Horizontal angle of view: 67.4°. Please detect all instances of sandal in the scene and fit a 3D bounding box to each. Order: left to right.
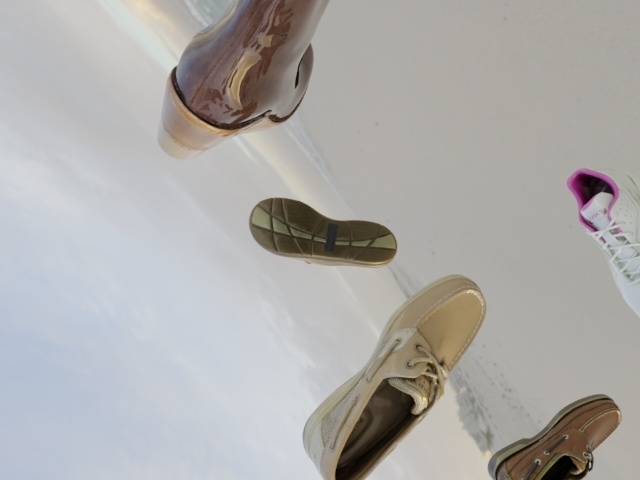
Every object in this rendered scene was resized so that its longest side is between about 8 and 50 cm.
[{"bbox_3d":[0.000,0.000,0.570,0.180,0.072,0.049,12,156,7],"label":"sandal"}]

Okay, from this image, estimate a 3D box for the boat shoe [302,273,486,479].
[{"bbox_3d":[0.123,0.190,0.654,0.121,0.341,0.110,44,171,-14],"label":"boat shoe"}]

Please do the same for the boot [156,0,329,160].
[{"bbox_3d":[-0.023,-0.175,0.402,0.090,0.207,0.248,44,-135,-11],"label":"boot"}]

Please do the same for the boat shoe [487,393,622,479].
[{"bbox_3d":[0.493,0.427,0.959,0.111,0.307,0.104,61,173,-19],"label":"boat shoe"}]

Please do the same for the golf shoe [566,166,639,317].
[{"bbox_3d":[0.469,0.006,0.741,0.140,0.115,0.306,17,-132,-18],"label":"golf shoe"}]
